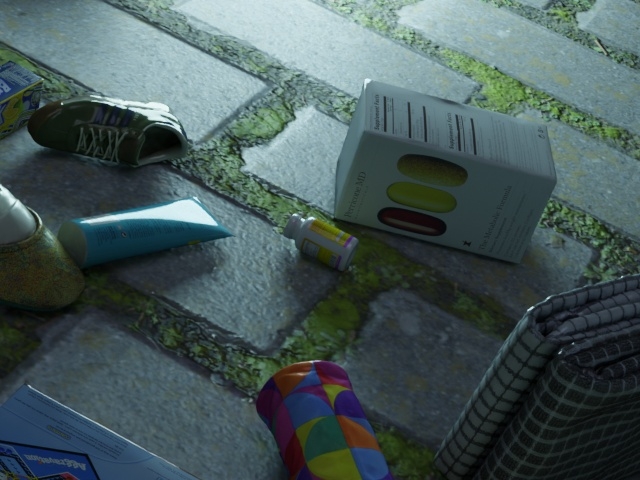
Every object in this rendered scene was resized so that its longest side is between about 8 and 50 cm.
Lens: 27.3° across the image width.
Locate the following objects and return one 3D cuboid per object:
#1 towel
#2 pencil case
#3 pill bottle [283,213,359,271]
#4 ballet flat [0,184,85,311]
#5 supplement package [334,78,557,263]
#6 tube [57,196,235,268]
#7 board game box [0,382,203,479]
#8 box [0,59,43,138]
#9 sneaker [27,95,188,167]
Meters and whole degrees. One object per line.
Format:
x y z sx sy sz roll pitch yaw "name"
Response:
0.279 0.158 1.300 0.284 0.235 0.121 -10 48 -33 "towel"
0.012 0.219 1.207 0.104 0.104 0.236 4 39 -22 "pencil case"
0.000 0.000 1.537 0.083 0.043 0.043 27 36 10 "pill bottle"
-0.395 -0.042 1.345 0.349 0.123 0.123 26 36 8 "ballet flat"
0.151 -0.086 1.643 0.244 0.139 0.134 13 35 -7 "supplement package"
-0.193 -0.013 1.464 0.207 0.052 0.080 -14 52 -45 "tube"
-0.183 0.236 1.152 0.281 0.027 0.145 27 35 10 "board game box"
-0.397 -0.148 1.530 0.054 0.059 0.169 29 36 14 "box"
-0.243 -0.125 1.567 0.192 0.064 0.086 -5 37 -35 "sneaker"
